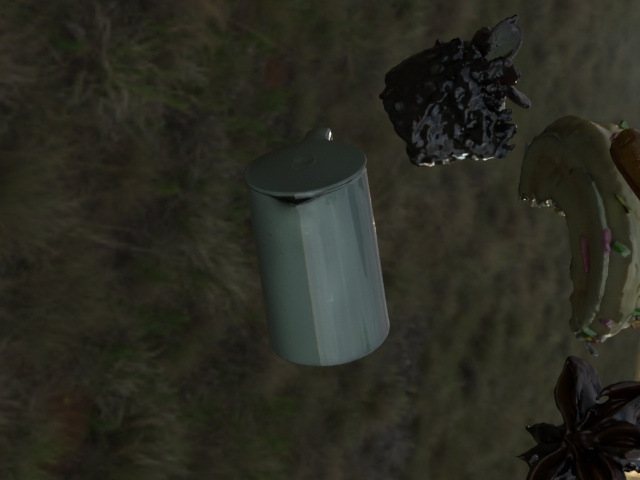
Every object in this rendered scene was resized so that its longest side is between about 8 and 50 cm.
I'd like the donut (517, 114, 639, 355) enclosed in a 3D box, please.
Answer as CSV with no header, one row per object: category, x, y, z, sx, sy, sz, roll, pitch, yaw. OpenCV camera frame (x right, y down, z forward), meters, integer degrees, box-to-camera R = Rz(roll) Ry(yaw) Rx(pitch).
donut,0.452,-0.040,1.775,0.307,0.150,0.371,100,-21,-55

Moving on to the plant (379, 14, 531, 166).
plant,0.222,-0.221,1.720,0.204,0.233,0.178,-84,152,-54

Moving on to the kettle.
kettle,0.010,0.004,1.783,0.265,0.205,0.318,-37,128,-40

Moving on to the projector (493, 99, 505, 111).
projector,0.374,-0.322,2.523,0.083,0.083,0.082,63,3,15

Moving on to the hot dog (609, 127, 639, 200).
hot dog,0.336,-0.037,1.056,0.165,0.045,0.071,60,14,24

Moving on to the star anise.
star anise,0.327,0.257,1.340,0.220,0.190,0.126,-55,142,-8
